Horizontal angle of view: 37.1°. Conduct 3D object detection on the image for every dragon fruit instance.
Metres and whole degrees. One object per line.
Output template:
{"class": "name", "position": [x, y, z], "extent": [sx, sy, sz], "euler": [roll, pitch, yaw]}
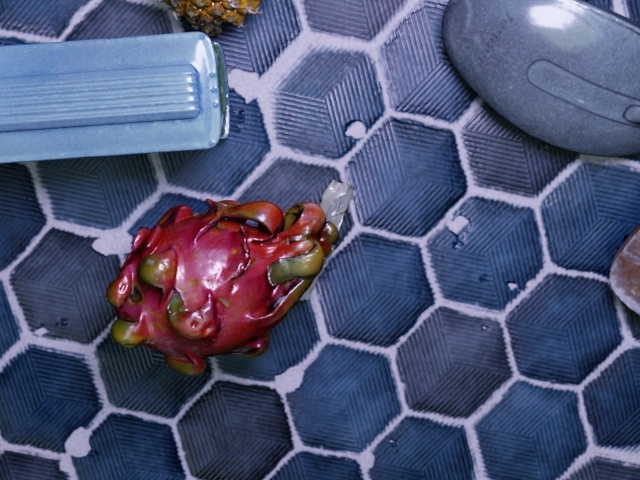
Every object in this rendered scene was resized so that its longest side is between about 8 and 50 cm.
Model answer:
{"class": "dragon fruit", "position": [-0.141, 0.044, 1.306], "extent": [0.243, 0.227, 0.307], "euler": [34, 96, -9]}

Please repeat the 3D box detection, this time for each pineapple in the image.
{"class": "pineapple", "position": [-0.148, -0.334, 1.288], "extent": [0.176, 0.161, 0.137], "euler": [4, 126, -6]}

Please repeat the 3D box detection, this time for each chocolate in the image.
{"class": "chocolate", "position": [0.546, 0.059, 1.385], "extent": [0.254, 0.080, 0.157], "euler": [31, 112, -3]}

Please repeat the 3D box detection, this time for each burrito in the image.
{"class": "burrito", "position": [0.000, 0.000, 1.392], "extent": [0.045, 0.041, 0.185], "euler": [20, 96, 6]}

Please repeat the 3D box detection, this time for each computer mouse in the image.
{"class": "computer mouse", "position": [0.336, -0.229, 1.294], "extent": [0.374, 0.114, 0.203], "euler": [25, 123, -3]}

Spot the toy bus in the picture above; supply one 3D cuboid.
{"class": "toy bus", "position": [-0.285, -0.192, 1.283], "extent": [0.312, 0.190, 0.152], "euler": [-4, 98, 0]}
